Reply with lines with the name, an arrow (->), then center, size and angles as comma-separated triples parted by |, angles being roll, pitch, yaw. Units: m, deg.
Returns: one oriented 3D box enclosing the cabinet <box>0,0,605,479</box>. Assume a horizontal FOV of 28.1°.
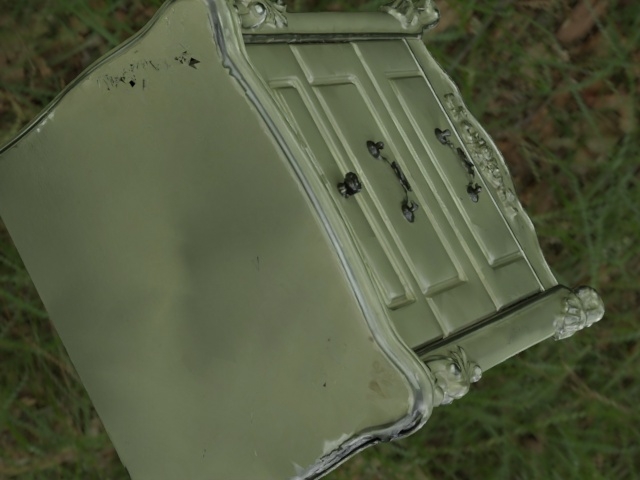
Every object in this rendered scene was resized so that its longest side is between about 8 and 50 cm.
cabinet -> 0.000, 0.000, 0.895 | 0.227, 0.290, 0.318 | -33, 170, 32
